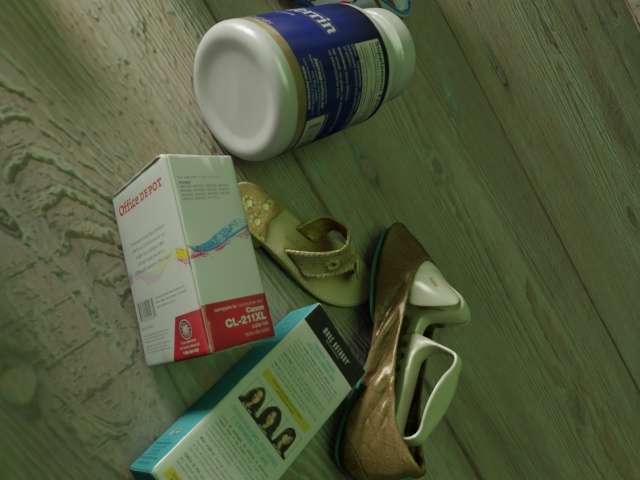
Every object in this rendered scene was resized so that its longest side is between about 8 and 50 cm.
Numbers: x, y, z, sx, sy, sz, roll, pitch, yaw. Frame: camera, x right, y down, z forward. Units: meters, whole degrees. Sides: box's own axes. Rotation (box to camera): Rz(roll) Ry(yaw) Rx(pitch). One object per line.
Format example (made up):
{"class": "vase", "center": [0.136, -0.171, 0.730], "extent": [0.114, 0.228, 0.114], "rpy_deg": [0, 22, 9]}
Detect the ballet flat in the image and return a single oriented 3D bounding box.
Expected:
{"class": "ballet flat", "center": [0.114, 0.125, 0.684], "extent": [0.116, 0.124, 0.342], "rpy_deg": [47, 49, -40]}

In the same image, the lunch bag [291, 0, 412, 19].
{"class": "lunch bag", "center": [0.035, -0.444, 0.825], "extent": [0.243, 0.115, 0.303], "rpy_deg": [21, 62, -35]}

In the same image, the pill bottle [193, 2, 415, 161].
{"class": "pill bottle", "center": [-0.007, -0.203, 0.683], "extent": [0.265, 0.153, 0.153], "rpy_deg": [-30, 95, -42]}

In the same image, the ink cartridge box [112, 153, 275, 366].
{"class": "ink cartridge box", "center": [-0.124, 0.021, 0.529], "extent": [0.072, 0.127, 0.175], "rpy_deg": [-8, 81, -41]}

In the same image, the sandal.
{"class": "sandal", "center": [-0.002, 0.005, 0.665], "extent": [0.240, 0.079, 0.088], "rpy_deg": [35, 56, -26]}

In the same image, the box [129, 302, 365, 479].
{"class": "box", "center": [-0.062, 0.177, 0.572], "extent": [0.244, 0.060, 0.100], "rpy_deg": [-41, 102, -40]}
